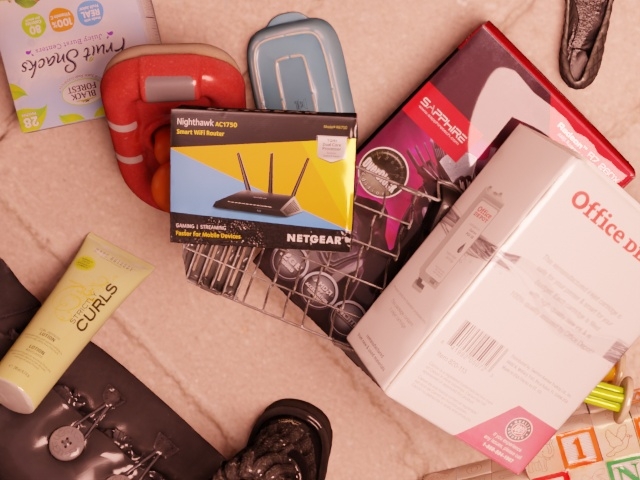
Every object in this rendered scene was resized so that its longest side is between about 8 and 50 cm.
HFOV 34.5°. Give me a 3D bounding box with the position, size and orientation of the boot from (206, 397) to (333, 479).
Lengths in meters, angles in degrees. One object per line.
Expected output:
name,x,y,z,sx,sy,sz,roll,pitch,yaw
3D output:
boot,-0.074,0.368,1.167,0.131,0.260,0.348,6,101,8

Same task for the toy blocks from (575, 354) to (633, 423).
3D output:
toy blocks,0.263,0.144,1.143,0.148,0.123,0.054,14,108,5

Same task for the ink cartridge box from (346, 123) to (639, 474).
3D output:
ink cartridge box,0.199,0.061,1.020,0.207,0.117,0.283,35,98,-29

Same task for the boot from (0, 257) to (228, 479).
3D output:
boot,-0.380,0.253,1.191,0.445,0.146,0.367,45,72,-3

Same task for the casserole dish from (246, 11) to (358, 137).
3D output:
casserole dish,-0.024,-0.165,1.174,0.114,0.037,0.189,-10,100,11

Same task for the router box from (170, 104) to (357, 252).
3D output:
router box,-0.055,-0.061,1.002,0.178,0.046,0.133,3,103,4

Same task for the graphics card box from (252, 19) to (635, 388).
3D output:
graphics card box,0.132,-0.030,1.147,0.233,0.094,0.371,45,105,-2

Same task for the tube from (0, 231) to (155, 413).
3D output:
tube,-0.289,0.088,1.181,0.062,0.240,0.070,-9,125,37

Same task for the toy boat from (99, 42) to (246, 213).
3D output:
toy boat,-0.152,-0.094,1.107,0.150,0.231,0.151,-3,60,-3

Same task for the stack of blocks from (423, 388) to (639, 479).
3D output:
stack of blocks,0.271,0.292,1.188,0.297,0.087,0.171,-17,98,12

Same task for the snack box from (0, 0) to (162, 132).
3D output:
snack box,-0.277,-0.242,1.181,0.174,0.070,0.207,-12,100,9

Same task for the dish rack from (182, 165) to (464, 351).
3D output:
dish rack,0.000,0.000,1.075,0.271,0.074,0.208,22,103,-2

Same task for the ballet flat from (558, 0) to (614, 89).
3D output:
ballet flat,0.288,-0.248,1.102,0.057,0.049,0.173,3,101,7
